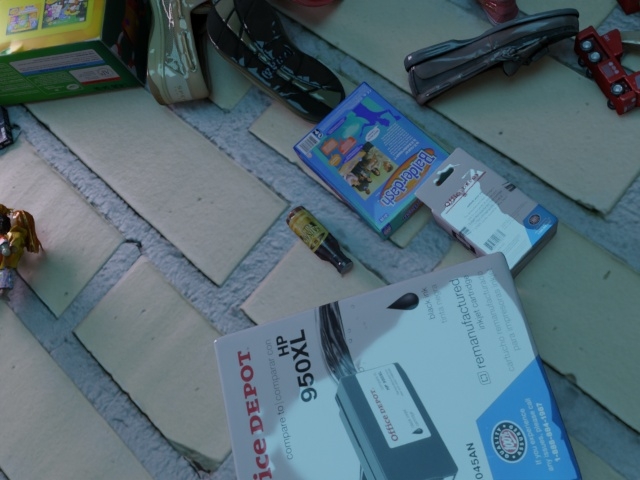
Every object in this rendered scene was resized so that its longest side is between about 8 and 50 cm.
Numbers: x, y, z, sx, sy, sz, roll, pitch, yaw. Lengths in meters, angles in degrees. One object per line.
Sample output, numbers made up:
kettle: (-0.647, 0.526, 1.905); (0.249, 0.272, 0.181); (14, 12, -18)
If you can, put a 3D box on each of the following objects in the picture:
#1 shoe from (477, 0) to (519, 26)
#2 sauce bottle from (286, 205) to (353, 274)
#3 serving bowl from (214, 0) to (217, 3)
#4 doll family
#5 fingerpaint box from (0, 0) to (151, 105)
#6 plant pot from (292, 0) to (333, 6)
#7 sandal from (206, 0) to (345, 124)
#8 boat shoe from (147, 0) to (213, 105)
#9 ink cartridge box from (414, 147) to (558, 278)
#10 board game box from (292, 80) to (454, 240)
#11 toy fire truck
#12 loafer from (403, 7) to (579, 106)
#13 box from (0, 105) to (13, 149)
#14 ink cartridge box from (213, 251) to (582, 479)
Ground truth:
shoe: (0.262, -0.427, 1.122); (0.063, 0.081, 0.178); (-29, 66, 4)
sauce bottle: (0.000, 0.000, 1.067); (0.042, 0.042, 0.128); (-45, 64, -3)
serving bowl: (-0.158, -0.452, 1.280); (0.083, 0.027, 0.083); (-4, 62, 7)
doll family: (-0.572, 0.013, 1.207); (0.262, 0.118, 0.163); (6, 78, 37)
fingerpaint box: (-0.550, -0.462, 1.327); (0.444, 0.163, 0.372); (-5, 70, 14)
plant pot: (-0.080, -0.555, 1.187); (0.243, 0.275, 0.275); (23, 78, 33)
sandal: (-0.083, -0.299, 1.182); (0.120, 0.086, 0.303); (-41, 80, -7)
boat shoe: (-0.240, -0.407, 1.249); (0.110, 0.121, 0.342); (-4, 80, 10)
ink cartridge box: (0.235, -0.039, 1.001); (0.104, 0.060, 0.180); (-46, 66, -2)
board game box: (0.084, -0.126, 1.085); (0.160, 0.047, 0.210); (-42, 65, -2)
toy fire truck: (0.457, -0.292, 1.035); (0.135, 0.047, 0.192); (-26, 65, 6)
loafer: (0.264, -0.276, 1.071); (0.267, 0.096, 0.084); (-12, 86, 22)
box: (-0.629, -0.209, 1.338); (0.067, 0.018, 0.083); (-24, 66, 7)
ink cartridge box: (0.088, 0.219, 0.893); (0.394, 0.166, 0.286); (-18, 66, 10)
